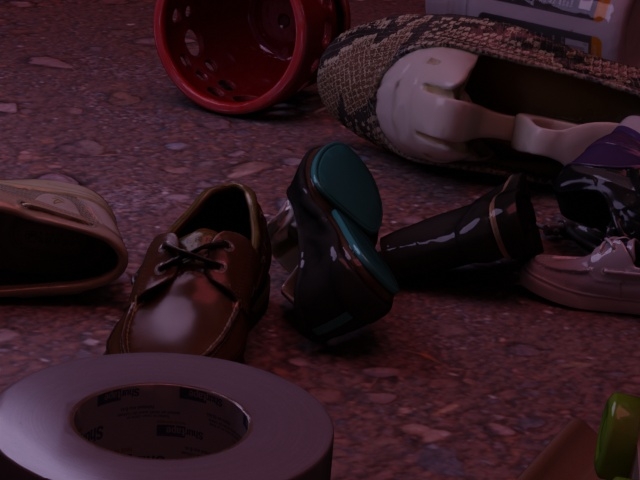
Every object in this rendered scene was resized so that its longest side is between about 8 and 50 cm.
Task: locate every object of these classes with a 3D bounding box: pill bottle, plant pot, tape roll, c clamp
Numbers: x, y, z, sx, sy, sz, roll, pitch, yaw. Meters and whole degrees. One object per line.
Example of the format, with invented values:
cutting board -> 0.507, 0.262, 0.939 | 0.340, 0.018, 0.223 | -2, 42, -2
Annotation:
pill bottle -> 0.282, -0.290, 2.398 | 0.278, 0.162, 0.162 | 17, 23, 31
plant pot -> -0.066, -0.247, 2.167 | 0.191, 0.191, 0.174 | 13, 18, 24
tape roll -> -0.102, 0.145, 1.219 | 0.219, 0.072, 0.219 | 3, 20, -1
c clamp -> 0.286, -0.015, 1.827 | 0.161, 0.022, 0.137 | -6, 22, -26

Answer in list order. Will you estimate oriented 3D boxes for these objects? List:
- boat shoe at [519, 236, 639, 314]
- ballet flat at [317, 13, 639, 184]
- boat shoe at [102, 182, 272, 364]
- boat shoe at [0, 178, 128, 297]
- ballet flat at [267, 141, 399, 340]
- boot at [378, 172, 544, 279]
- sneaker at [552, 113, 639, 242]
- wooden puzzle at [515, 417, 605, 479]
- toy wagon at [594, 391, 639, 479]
boat shoe -> 0.262, 0.028, 1.639 | 0.184, 0.063, 0.066 | 12, 21, 23
ballet flat -> 0.212, -0.123, 1.919 | 0.483, 0.164, 0.182 | 12, 21, 12
boat shoe -> -0.102, 0.039, 1.469 | 0.111, 0.104, 0.307 | 5, 20, 3
boat shoe -> -0.306, -0.001, 1.547 | 0.302, 0.109, 0.098 | 4, 17, -19
ballet flat -> 0.000, 0.000, 1.608 | 0.095, 0.096, 0.280 | 45, 14, -17
boot -> 0.123, -0.008, 1.717 | 0.137, 0.076, 0.198 | -15, -4, 12
sneaker -> 0.324, 0.002, 1.711 | 0.124, 0.107, 0.283 | -33, 43, -19
wooden puzzle -> 0.234, 0.198, 1.195 | 0.239, 0.044, 0.221 | 18, 23, 20
toy wagon -> 0.302, 0.158, 1.172 | 0.267, 0.068, 0.344 | 11, 20, 3
